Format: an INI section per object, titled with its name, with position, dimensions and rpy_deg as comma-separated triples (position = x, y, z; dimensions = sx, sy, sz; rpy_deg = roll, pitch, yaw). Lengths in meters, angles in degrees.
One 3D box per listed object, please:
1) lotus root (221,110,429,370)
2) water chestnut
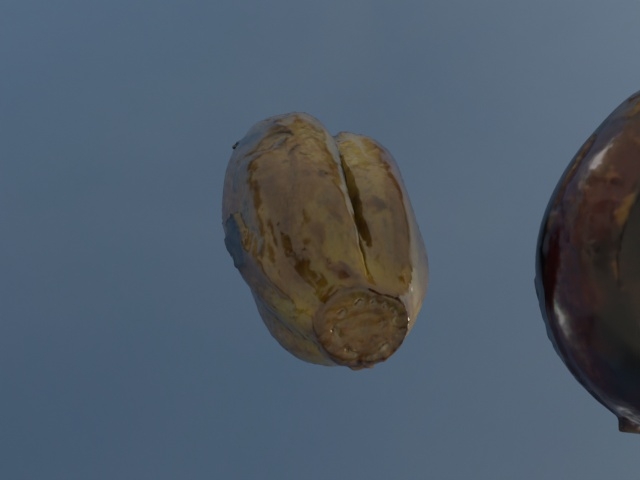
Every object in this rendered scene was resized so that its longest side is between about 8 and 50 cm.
[lotus root]
position = 0.001, -0.007, 0.952
dimensions = 0.193, 0.193, 0.291
rpy_deg = -7, -139, -6
[water chestnut]
position = 0.297, 0.010, 0.709
dimensions = 0.299, 0.300, 0.300
rpy_deg = 1, -122, -1
